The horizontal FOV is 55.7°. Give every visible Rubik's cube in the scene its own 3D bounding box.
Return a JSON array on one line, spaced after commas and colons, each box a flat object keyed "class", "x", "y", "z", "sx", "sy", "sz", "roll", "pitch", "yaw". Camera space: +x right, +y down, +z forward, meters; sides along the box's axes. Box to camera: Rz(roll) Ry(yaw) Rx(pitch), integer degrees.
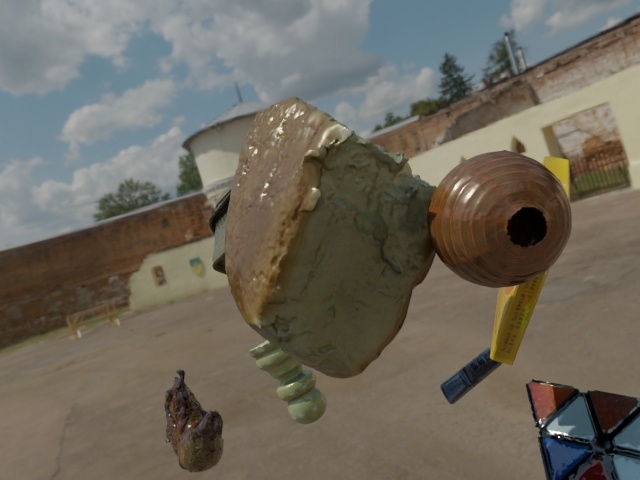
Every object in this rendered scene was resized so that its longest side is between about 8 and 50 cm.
[{"class": "Rubik's cube", "x": 0.403, "y": 0.381, "z": 0.864, "sx": 0.284, "sy": 0.250, "sz": 0.234, "roll": 5, "pitch": 36, "yaw": 44}]

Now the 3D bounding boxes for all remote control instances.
[{"class": "remote control", "x": 0.284, "y": 0.250, "z": 1.139, "sx": 0.027, "sy": 0.044, "sz": 0.152, "roll": -1, "pitch": -41, "yaw": -43}]

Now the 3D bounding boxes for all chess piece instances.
[{"class": "chess piece", "x": -0.075, "y": 0.380, "z": 1.654, "sx": 0.144, "sy": 0.251, "sz": 0.144, "roll": -28, "pitch": -3, "yaw": -1}]

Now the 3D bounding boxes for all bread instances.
[{"class": "bread", "x": 0.000, "y": 0.000, "z": 0.719, "sx": 0.224, "sy": 0.279, "sz": 0.250, "roll": 20, "pitch": 10, "yaw": -29}]

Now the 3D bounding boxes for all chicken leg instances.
[{"class": "chicken leg", "x": -0.244, "y": 0.351, "z": 1.169, "sx": 0.082, "sy": 0.178, "sz": 0.322, "roll": -10, "pitch": 16, "yaw": -26}]

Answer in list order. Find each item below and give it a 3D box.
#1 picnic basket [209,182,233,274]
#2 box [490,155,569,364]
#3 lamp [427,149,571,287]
[{"class": "picnic basket", "x": -0.050, "y": -0.009, "z": 1.045, "sx": 0.266, "sy": 0.139, "sz": 0.165, "roll": 23, "pitch": -44, "yaw": -31}, {"class": "box", "x": 0.295, "y": 0.033, "z": 0.862, "sx": 0.043, "sy": 0.269, "sz": 0.152, "roll": 12, "pitch": 38, "yaw": 11}, {"class": "lamp", "x": 0.173, "y": -0.020, "z": 0.591, "sx": 0.136, "sy": 0.137, "sz": 0.136, "roll": -17, "pitch": 1, "yaw": 0}]
